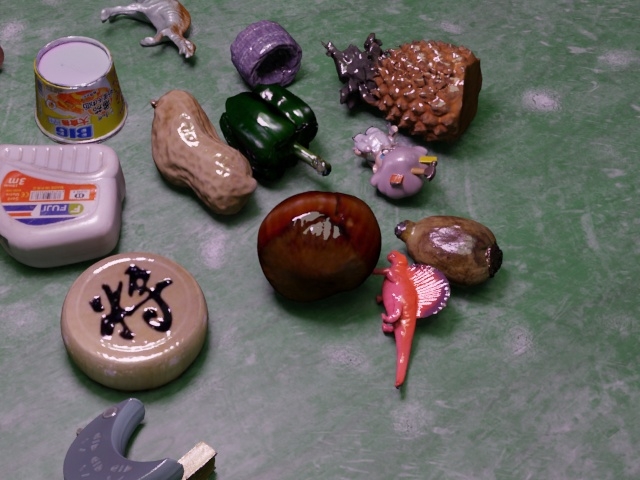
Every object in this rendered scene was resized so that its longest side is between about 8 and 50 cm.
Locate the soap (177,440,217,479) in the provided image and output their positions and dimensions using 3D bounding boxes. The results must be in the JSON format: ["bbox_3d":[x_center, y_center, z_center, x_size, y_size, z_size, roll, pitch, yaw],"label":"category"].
[{"bbox_3d":[-0.264,0.415,1.414,0.037,0.092,0.252,41,60,18],"label":"soap"}]

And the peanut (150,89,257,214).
[{"bbox_3d":[-0.249,-0.167,1.836,0.291,0.159,0.143,50,27,17],"label":"peanut"}]

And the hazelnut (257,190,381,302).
[{"bbox_3d":[0.000,0.000,1.680,0.229,0.229,0.229,3,53,-4],"label":"hazelnut"}]

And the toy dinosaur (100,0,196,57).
[{"bbox_3d":[-0.416,-0.552,2.139,0.206,0.092,0.393,-8,53,-12],"label":"toy dinosaur"}]

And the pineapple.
[{"bbox_3d":[0.161,-0.345,1.982,0.357,0.223,0.223,17,53,17],"label":"pineapple"}]

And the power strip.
[{"bbox_3d":[-0.325,0.340,1.432,0.167,0.054,0.253,-30,29,-19],"label":"power strip"}]

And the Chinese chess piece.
[{"bbox_3d":[-0.328,0.141,1.611,0.257,0.104,0.257,3,53,-4],"label":"Chinese chess piece"}]

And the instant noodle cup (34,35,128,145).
[{"bbox_3d":[-0.516,-0.324,1.918,0.205,0.153,0.205,2,52,-2],"label":"instant noodle cup"}]

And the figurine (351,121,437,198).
[{"bbox_3d":[0.150,-0.161,1.889,0.137,0.112,0.229,-28,50,-18],"label":"figurine"}]

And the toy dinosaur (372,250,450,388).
[{"bbox_3d":[0.178,0.133,1.672,0.139,0.070,0.286,-11,56,2],"label":"toy dinosaur"}]

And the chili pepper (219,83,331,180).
[{"bbox_3d":[-0.083,-0.202,1.860,0.261,0.165,0.174,45,39,11],"label":"chili pepper"}]

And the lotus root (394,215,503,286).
[{"bbox_3d":[0.246,0.012,1.754,0.214,0.138,0.138,24,54,13],"label":"lotus root"}]

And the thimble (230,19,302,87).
[{"bbox_3d":[-0.121,-0.411,2.029,0.150,0.150,0.098,-27,58,-23],"label":"thimble"}]

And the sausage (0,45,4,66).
[{"bbox_3d":[-0.805,-0.471,2.017,0.123,0.123,0.253,-24,60,-22],"label":"sausage"}]

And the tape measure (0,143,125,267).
[{"bbox_3d":[-0.512,-0.075,1.745,0.258,0.130,0.265,-1,58,-3],"label":"tape measure"}]
